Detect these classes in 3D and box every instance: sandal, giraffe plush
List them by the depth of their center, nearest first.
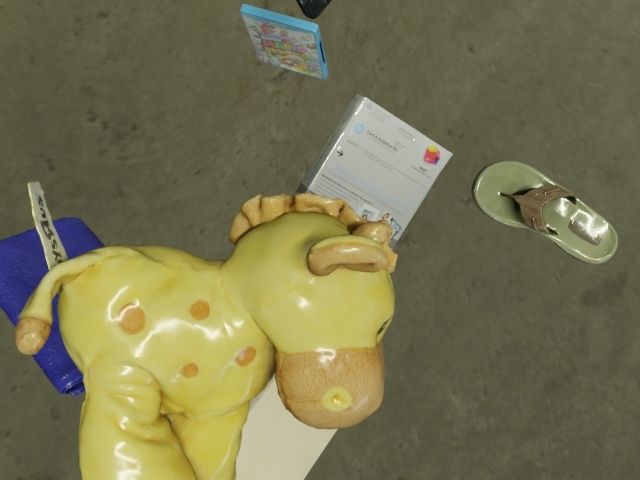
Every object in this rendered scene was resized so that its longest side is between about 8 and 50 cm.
[{"bbox_3d":[-0.037,0.047,0.444,0.170,0.181,0.210,-14,115,4],"label":"giraffe plush"},{"bbox_3d":[0.423,-0.058,1.552,0.303,0.086,0.120,26,87,-5],"label":"sandal"}]

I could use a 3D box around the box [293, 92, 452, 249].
[{"bbox_3d":[0.056,-0.065,1.047,0.145,0.038,0.186,28,98,-25],"label":"box"}]

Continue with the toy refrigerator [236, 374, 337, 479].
[{"bbox_3d":[-0.068,0.173,0.759,0.094,0.269,0.102,0,127,39],"label":"toy refrigerator"}]

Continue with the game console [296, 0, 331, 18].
[{"bbox_3d":[0.028,-0.266,0.756,0.071,0.107,0.122,33,79,34],"label":"game console"}]

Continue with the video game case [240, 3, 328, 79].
[{"bbox_3d":[-0.053,-0.302,1.299,0.119,0.166,0.015,18,79,10],"label":"video game case"}]

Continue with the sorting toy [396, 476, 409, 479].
[{"bbox_3d":[0.183,0.597,1.480,0.257,0.089,0.255,31,100,2],"label":"sorting toy"}]

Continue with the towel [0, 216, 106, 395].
[{"bbox_3d":[-0.431,0.109,1.457,0.308,0.227,0.076,48,136,17],"label":"towel"}]
